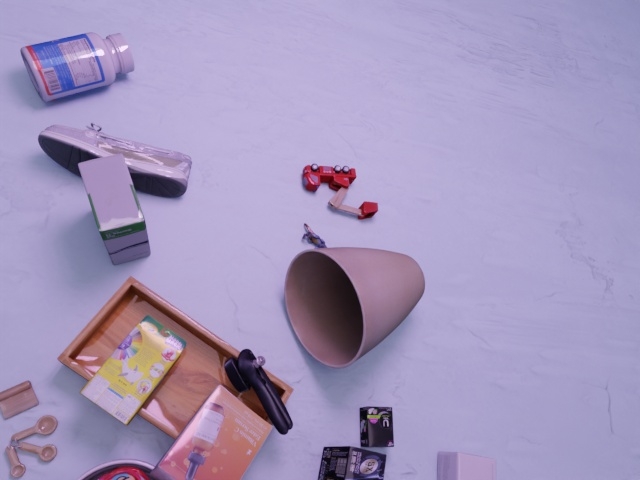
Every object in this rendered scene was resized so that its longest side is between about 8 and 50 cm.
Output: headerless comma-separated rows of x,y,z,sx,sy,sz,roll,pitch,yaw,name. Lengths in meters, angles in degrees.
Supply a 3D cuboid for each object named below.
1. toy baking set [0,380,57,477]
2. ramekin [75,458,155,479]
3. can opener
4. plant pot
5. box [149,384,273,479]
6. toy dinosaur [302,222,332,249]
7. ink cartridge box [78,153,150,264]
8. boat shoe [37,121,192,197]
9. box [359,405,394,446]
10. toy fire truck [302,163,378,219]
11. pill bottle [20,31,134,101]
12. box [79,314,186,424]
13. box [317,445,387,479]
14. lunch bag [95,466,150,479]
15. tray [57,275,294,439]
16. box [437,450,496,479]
-0.596,0.376,0.871,0.196,0.030,0.256,39,62,0,toy baking set
-0.353,0.493,0.860,0.207,0.109,0.207,7,67,-16,ramekin
-0.113,0.299,0.978,0.186,0.073,0.059,52,24,4,can opener
0.103,0.117,1.113,0.274,0.256,0.256,-15,73,-39,plant pot
-0.191,0.372,0.872,0.130,0.091,0.170,38,47,-1,box
0.000,0.000,1.224,0.082,0.047,0.090,24,51,-28,toy dinosaur
-0.417,-0.056,1.012,0.086,0.208,0.153,-18,74,-21,ink cartridge box
-0.455,-0.191,1.112,0.320,0.118,0.103,14,59,-17,boat shoe
0.124,0.411,1.085,0.062,0.052,0.083,7,67,-14,box
0.050,-0.127,1.288,0.192,0.047,0.135,1,69,-17,toy fire truck
-0.564,-0.416,1.159,0.221,0.124,0.124,-27,79,-27,pill bottle
-0.345,0.239,0.925,0.105,0.043,0.179,36,64,-1,box
0.051,0.485,0.958,0.077,0.180,0.147,17,63,-10,box
-0.314,0.526,0.729,0.258,0.120,0.293,-35,83,-27,lunch bag
-0.282,0.276,0.995,0.411,0.076,0.203,36,62,-3,tray
0.322,0.526,1.084,0.102,0.087,0.101,14,65,-12,box
